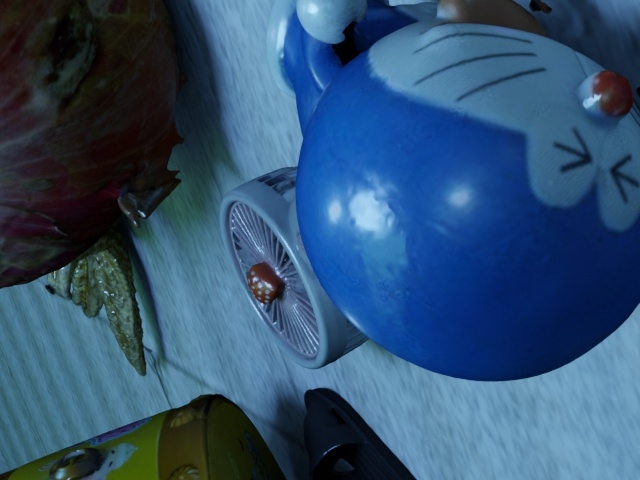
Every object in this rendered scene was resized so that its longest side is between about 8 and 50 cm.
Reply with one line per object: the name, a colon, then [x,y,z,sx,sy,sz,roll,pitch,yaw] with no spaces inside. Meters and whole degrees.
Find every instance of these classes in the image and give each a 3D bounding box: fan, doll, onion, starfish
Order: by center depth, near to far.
doll: [0.062,-0.044,0.814,0.215,0.161,0.257,36,-167,-33]
fan: [0.000,0.000,1.110,0.130,0.074,0.244,60,159,9]
onion: [-0.260,-0.115,1.277,0.353,0.353,0.354,50,157,31]
starfish: [-0.240,-0.025,1.641,0.375,0.094,0.327,61,171,-13]

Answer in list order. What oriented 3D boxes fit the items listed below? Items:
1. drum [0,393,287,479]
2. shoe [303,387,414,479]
drum: [-0.104,0.341,1.375,0.431,0.214,0.431,-21,-90,-84]
shoe: [0.019,0.166,1.311,0.159,0.053,0.062,39,153,43]
